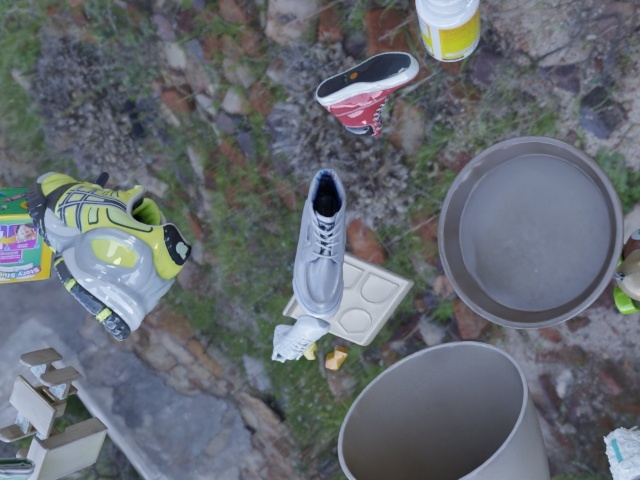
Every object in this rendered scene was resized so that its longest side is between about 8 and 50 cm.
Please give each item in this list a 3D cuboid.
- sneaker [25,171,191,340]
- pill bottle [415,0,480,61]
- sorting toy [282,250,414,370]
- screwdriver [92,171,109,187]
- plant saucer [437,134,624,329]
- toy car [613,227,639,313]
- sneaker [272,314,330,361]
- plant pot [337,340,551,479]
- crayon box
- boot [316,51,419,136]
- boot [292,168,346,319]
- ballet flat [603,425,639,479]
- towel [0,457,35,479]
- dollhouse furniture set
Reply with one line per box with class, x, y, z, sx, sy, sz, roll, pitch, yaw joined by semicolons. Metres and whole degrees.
sneaker;-0.287;-0.009;0.937;0.384;0.147;0.145;38;164;47
pill bottle;0.244;-0.434;1.305;0.117;0.117;0.215;47;-177;16
sorting toy;0.038;0.156;1.529;0.228;0.041;0.307;21;122;-17
screwdriver;-0.488;-0.090;1.453;0.025;0.170;0.024;4;132;7
plant saucer;0.299;-0.011;0.994;0.277;0.041;0.278;-3;85;40
toy car;0.520;0.039;1.101;0.155;0.188;0.149;-21;69;40
sneaker;-0.032;0.160;1.103;0.053;0.061;0.152;25;150;-20
plant pot;0.199;0.322;0.909;0.256;0.256;0.274;6;132;56
crayon box;-0.618;-0.003;1.208;0.081;0.278;0.165;56;137;37
boot;0.136;-0.316;1.538;0.244;0.089;0.176;-14;141;33
boot;0.000;0.000;1.203;0.123;0.095;0.259;97;172;-59
ballet flat;0.751;0.476;1.527;0.408;0.147;0.147;22;-179;-43
towel;-0.321;0.253;0.583;0.023;0.152;0.113;32;173;22
dollhouse furniture set;-0.607;0.392;1.475;0.242;0.161;0.212;32;109;26
